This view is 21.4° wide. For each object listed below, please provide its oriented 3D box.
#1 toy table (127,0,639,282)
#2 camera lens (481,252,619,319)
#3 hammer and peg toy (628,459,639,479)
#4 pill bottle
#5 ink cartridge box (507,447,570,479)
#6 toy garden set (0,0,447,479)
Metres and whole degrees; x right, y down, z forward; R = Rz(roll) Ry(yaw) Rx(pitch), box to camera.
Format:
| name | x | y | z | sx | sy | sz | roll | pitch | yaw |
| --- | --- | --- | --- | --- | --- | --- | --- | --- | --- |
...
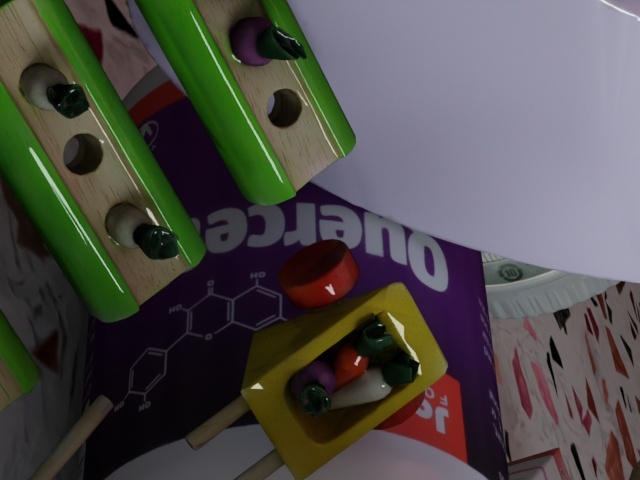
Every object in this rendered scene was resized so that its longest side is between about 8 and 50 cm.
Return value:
| name | x | y | z | sx | sy | sz | roll | pitch | yaw |
| --- | --- | --- | --- | --- | --- | --- | --- | --- | --- |
| toy table | 0.078 | -0.109 | 0.657 | 0.274 | 0.252 | 0.161 | 29 | 57 | -22 |
| camera lens | 0.127 | -0.107 | 1.259 | 0.219 | 0.219 | 0.274 | -80 | 147 | -56 |
| hammer and peg toy | 0.033 | 0.209 | 0.459 | 0.127 | 0.361 | 0.266 | 50 | 17 | 1 |
| pill bottle | -0.013 | 0.071 | 0.732 | 0.181 | 0.181 | 0.323 | 53 | 24 | -43 |
| ink cartridge box | 0.148 | 0.229 | 1.236 | 0.198 | 0.067 | 0.115 | -7 | 78 | -73 |
| toy garden set | -0.076 | 0.032 | 0.529 | 0.049 | 0.244 | 0.204 | 21 | -36 | 57 |
